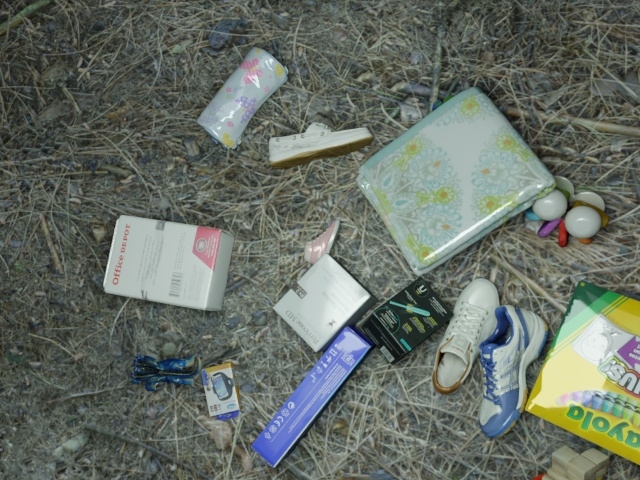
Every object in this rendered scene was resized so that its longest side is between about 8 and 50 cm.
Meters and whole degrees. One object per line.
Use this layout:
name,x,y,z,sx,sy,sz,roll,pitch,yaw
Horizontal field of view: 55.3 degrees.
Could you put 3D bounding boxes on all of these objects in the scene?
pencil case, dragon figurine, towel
pencil case,-0.205,-0.374,1.608,0.124,0.113,0.273,36,90,4
dragon figurine,-0.384,0.322,1.494,0.144,0.289,0.085,2,82,-27
towel,0.297,-0.139,1.422,0.375,0.090,0.320,-36,63,15

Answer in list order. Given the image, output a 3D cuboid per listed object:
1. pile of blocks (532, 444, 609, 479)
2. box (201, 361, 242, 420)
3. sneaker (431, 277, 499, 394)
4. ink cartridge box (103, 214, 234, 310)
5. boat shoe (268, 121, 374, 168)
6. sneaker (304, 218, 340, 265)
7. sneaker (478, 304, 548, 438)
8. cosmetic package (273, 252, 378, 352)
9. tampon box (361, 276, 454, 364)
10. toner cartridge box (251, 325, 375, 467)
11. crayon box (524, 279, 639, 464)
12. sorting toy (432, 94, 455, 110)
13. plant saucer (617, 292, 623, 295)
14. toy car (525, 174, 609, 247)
pile of blocks,0.493,0.603,1.339,0.362,0.149,0.113,-50,33,-9
box,-0.249,0.383,1.545,0.081,0.028,0.136,-16,77,8
sneaker,0.339,0.221,1.405,0.106,0.123,0.289,20,85,15
ink cartridge box,-0.387,0.058,1.575,0.283,0.117,0.207,8,84,12
boat shoe,-0.005,-0.260,1.558,0.277,0.098,0.096,-11,80,11
sneaker,0.000,0.000,1.541,0.070,0.051,0.134,22,91,8
sneaker,0.397,0.286,1.369,0.131,0.112,0.296,26,77,-20
cosmetic package,0.016,0.151,1.463,0.151,0.151,0.183,44,92,15
tampon box,0.200,0.186,1.416,0.161,0.101,0.120,-32,75,-26
toner cartridge box,-0.008,0.357,1.431,0.075,0.165,0.347,39,91,14
crayon box,0.672,0.297,1.293,0.363,0.106,0.312,22,87,28
sorting toy,0.308,-0.322,1.539,0.061,0.042,0.102,44,79,-1
plant saucer,0.672,0.161,1.402,0.084,0.013,0.083,-2,81,12
toy car,0.556,-0.056,1.406,0.182,0.159,0.136,31,125,14
